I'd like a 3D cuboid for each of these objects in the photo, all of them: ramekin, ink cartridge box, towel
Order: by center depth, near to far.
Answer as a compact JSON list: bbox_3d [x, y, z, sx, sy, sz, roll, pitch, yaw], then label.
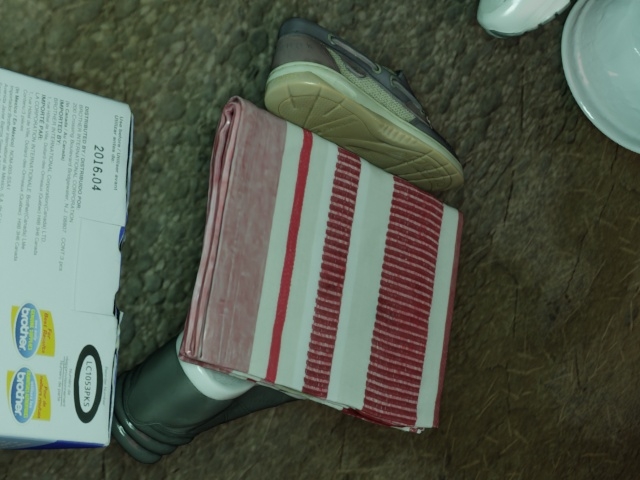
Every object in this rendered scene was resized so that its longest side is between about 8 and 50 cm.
[{"bbox_3d":[-0.287,0.011,1.085,0.395,0.151,0.270,13,76,-44],"label":"ink cartridge box"},{"bbox_3d":[0.012,0.033,1.387,0.329,0.037,0.237,24,70,-44],"label":"towel"},{"bbox_3d":[0.373,-0.202,1.616,0.109,0.207,0.207,-35,133,-36],"label":"ramekin"}]

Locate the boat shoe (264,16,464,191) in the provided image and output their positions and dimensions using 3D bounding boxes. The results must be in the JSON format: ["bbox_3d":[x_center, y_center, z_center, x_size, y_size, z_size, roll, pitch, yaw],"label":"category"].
[{"bbox_3d":[0.050,-0.124,1.432,0.285,0.103,0.092,27,61,-48],"label":"boat shoe"}]

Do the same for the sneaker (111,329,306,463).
[{"bbox_3d":[-0.104,0.136,1.444,0.147,0.104,0.296,-32,167,20],"label":"sneaker"}]

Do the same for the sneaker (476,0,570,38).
[{"bbox_3d":[0.221,-0.340,1.482,0.129,0.111,0.297,28,85,-36],"label":"sneaker"}]
